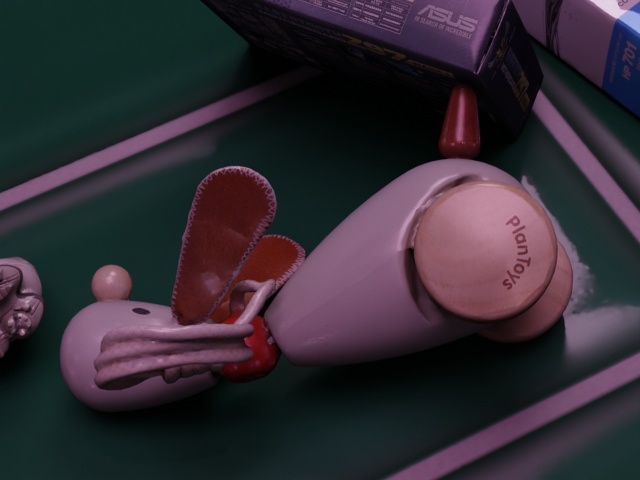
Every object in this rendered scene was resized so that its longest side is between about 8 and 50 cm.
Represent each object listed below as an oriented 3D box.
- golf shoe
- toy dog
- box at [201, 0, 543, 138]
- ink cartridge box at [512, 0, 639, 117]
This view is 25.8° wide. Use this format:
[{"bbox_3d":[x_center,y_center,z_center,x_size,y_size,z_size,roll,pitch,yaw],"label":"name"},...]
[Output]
[{"bbox_3d":[-0.262,0.064,0.926,0.176,0.069,0.086,-23,18,2],"label":"golf shoe"},{"bbox_3d":[0.000,0.000,0.873,0.334,0.220,0.161,-8,77,-13],"label":"toy dog"},{"bbox_3d":[0.030,-0.151,0.969,0.233,0.183,0.059,21,88,18],"label":"box"},{"bbox_3d":[0.226,-0.200,1.055,0.140,0.082,0.191,-36,62,-20],"label":"ink cartridge box"}]
